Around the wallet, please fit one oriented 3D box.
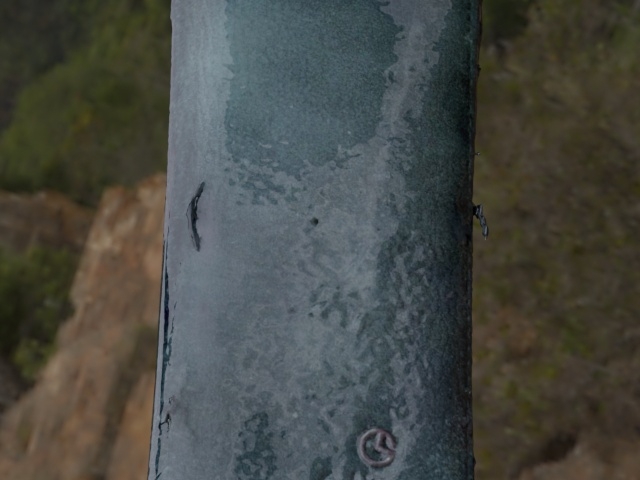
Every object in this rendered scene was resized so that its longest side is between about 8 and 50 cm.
[{"bbox_3d":[0.000,0.000,1.002,0.046,0.191,0.379,116,157,-66],"label":"wallet"}]
